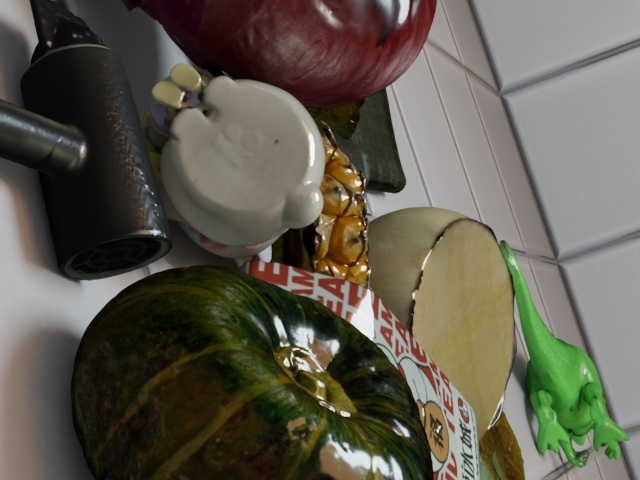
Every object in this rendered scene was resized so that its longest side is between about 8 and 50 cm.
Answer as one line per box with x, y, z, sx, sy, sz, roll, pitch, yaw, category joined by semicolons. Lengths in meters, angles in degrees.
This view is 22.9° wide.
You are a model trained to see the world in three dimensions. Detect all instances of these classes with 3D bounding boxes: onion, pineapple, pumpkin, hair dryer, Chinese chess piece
-0.023;-0.287;1.284;0.348;0.285;0.347;28;41;-27;onion
0.000;0.000;1.397;0.225;0.076;0.224;175;-90;-78;pineapple
-0.049;0.146;1.017;0.260;0.189;0.260;35;20;-15;pumpkin
-0.197;-0.091;1.008;0.248;0.078;0.195;23;47;-63;hair dryer
0.104;0.094;1.588;0.257;0.104;0.257;-5;96;-60;Chinese chess piece

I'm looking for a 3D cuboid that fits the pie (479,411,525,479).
0.184;0.237;1.933;0.302;0.067;0.302;-19;90;-75;pie

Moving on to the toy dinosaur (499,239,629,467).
0.393;0.171;2.631;0.374;0.144;0.500;-78;151;-72;toy dinosaur

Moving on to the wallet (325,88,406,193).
0.037;-0.142;1.941;0.317;0.044;0.169;-1;76;-73;wallet

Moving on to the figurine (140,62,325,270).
-0.080;-0.049;1.259;0.155;0.127;0.235;30;-15;-3;figurine

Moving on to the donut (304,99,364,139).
-0.033;-0.232;1.567;0.272;0.107;0.272;174;-90;-81;donut

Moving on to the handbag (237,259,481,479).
0.016;0.155;1.283;0.298;0.151;0.171;50;30;-43;handbag
